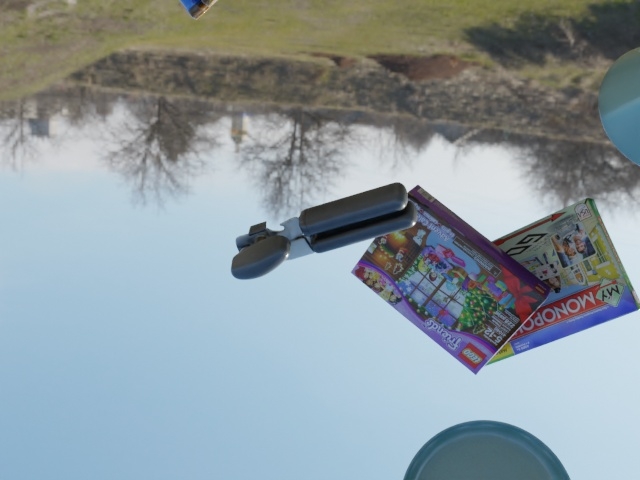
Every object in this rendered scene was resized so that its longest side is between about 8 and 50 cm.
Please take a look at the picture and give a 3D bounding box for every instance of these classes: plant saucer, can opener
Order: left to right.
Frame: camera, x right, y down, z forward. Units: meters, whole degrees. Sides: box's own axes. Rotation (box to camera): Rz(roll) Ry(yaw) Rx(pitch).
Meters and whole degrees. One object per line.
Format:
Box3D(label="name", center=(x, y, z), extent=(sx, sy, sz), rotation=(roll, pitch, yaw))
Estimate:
Box3D(label="can opener", center=(0.000, 0.000, 1.088), extent=(0.284, 0.076, 0.095), rotation=(-16, -140, 21))
Box3D(label="plant saucer", center=(0.302, 0.488, 1.357), extent=(0.318, 0.317, 0.043), rotation=(6, 170, 7))

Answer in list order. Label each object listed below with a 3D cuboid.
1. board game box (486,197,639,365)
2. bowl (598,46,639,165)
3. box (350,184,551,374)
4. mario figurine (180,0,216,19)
Box3D(label="board game box", center=(0.392, 0.084, 1.371), extent=(0.317, 0.213, 0.046), rotation=(-28, 163, 31))
Box3D(label="bowl", center=(0.792, -0.316, 1.630), extent=(0.312, 0.311, 0.163), rotation=(3, 170, -4))
Box3D(label="box", center=(0.223, 0.070, 1.314), extent=(0.293, 0.201, 0.057), rotation=(39, -149, 10))
Box3D(label="mario figurine", center=(-0.280, -0.572, 1.336), extent=(0.198, 0.320, 0.170), rotation=(-34, -159, 28))
